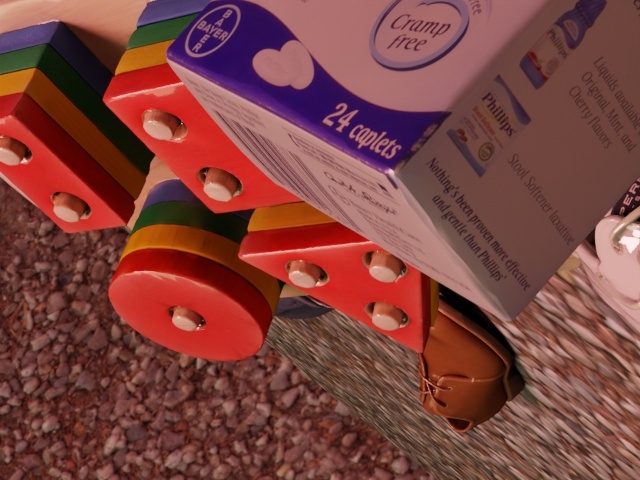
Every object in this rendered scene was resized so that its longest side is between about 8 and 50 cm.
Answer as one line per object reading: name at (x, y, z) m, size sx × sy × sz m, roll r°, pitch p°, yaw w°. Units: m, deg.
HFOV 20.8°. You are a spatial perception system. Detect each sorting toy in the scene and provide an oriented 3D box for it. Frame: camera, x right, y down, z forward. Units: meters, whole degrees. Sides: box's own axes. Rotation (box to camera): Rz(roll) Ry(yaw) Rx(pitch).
sorting toy at (-0.039, -0.030, 0.871) m, size 0.257 × 0.089 × 0.255 m, roll -7°, pitch 140°, yaw 37°

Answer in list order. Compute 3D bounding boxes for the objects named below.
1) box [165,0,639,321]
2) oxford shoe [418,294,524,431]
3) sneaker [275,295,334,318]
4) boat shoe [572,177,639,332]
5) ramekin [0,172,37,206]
box at (0.046, -0.066, 0.509) m, size 0.126 × 0.137 × 0.072 m, roll 32°, pitch 167°, yaw 50°
oxford shoe at (0.108, 0.103, 1.396) m, size 0.076 × 0.076 × 0.212 m, roll 38°, pitch 170°, yaw 32°
sneaker at (0.000, 0.000, 1.125) m, size 0.148 × 0.131 × 0.350 m, roll 43°, pitch 173°, yaw 22°
boat shoe at (0.136, 0.004, 0.661) m, size 0.076 × 0.083 × 0.226 m, roll 41°, pitch 173°, yaw -10°
ramekin at (-0.245, -0.116, 1.405) m, size 0.207 × 0.109 × 0.207 m, roll 41°, pitch 172°, yaw 7°
